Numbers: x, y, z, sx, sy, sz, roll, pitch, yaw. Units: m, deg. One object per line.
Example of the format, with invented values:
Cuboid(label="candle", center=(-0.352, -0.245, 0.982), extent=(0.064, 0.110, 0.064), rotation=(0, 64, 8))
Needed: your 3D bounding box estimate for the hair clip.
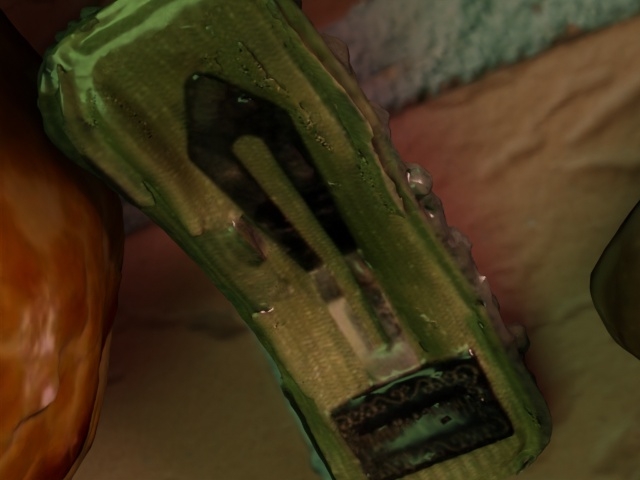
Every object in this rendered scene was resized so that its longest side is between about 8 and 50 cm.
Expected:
Cuboid(label="hair clip", center=(0.000, 0.000, 0.537), extent=(0.138, 0.091, 0.321), rotation=(-27, 119, 12))

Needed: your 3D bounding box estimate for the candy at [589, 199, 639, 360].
Cuboid(label="candy", center=(0.213, -0.038, 0.456), extent=(0.102, 0.104, 0.234), rotation=(38, 116, 9))

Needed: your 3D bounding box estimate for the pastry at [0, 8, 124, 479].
Cuboid(label="pastry", center=(-0.261, 0.005, 0.511), extent=(0.312, 0.388, 0.389), rotation=(-22, 96, 25))
